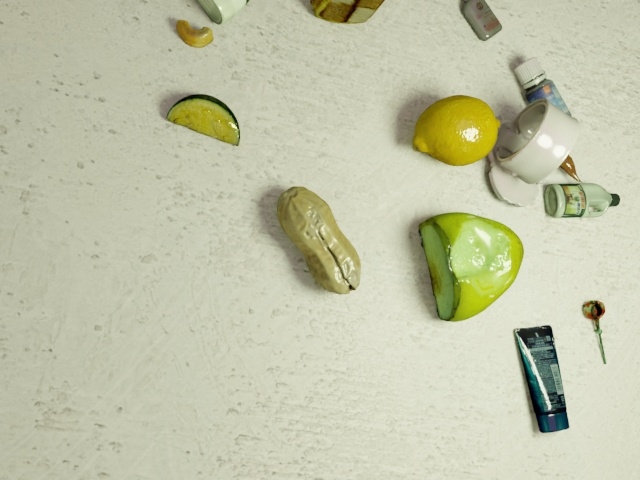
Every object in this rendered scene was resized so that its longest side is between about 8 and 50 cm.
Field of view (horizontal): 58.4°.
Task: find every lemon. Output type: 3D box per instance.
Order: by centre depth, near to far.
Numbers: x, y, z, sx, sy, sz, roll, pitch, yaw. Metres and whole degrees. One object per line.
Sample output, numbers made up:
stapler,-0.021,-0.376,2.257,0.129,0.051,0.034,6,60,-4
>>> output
lemon,0.349,-0.281,1.471,0.243,0.187,0.187,-12,85,-7

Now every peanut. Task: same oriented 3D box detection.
peanut,0.000,0.000,1.363,0.130,0.130,0.290,-34,94,-18

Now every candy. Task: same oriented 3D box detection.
candy,0.774,0.255,1.591,0.055,0.049,0.185,-12,94,14

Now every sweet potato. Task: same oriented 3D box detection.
sweet potato,0.677,-0.238,1.622,0.056,0.056,0.195,-38,82,-18

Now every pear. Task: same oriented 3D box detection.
pear,0.402,0.056,1.453,0.292,0.159,0.293,3,80,-18

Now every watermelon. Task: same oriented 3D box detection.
watermelon,-0.269,-0.308,1.382,0.181,0.075,0.092,17,121,-11

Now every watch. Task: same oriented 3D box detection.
watch,0.564,-0.227,1.502,0.196,0.231,0.244,30,72,-12

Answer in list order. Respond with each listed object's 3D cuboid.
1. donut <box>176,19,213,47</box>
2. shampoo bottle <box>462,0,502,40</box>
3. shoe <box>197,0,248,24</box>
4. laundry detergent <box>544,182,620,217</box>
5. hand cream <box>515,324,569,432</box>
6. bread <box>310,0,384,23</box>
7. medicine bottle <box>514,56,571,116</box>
donut,-0.309,-0.512,1.399,0.067,0.038,0.083,-41,95,-14
shampoo bottle,0.447,-0.652,1.631,0.080,0.040,0.165,-36,93,-16
shoe,-0.295,-0.716,1.388,0.160,0.131,0.363,-41,98,-17
laundry detergent,0.747,-0.113,1.620,0.225,0.070,0.099,-1,72,-17
hand cream,0.592,0.362,1.513,0.120,0.061,0.271,-3,78,-18
bread,0.079,-0.631,1.431,0.181,0.222,0.096,3,82,-19
medicine bottle,0.628,-0.417,1.625,0.083,0.083,0.203,-28,89,-18
